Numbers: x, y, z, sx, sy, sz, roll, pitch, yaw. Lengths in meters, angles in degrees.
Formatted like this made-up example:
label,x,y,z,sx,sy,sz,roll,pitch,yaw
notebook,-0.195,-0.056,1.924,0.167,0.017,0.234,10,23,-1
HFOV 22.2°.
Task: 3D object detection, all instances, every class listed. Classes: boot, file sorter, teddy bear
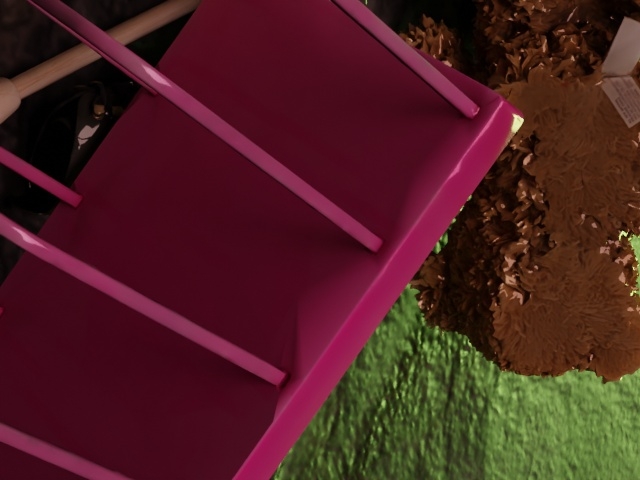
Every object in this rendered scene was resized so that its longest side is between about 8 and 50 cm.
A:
label,x,y,z,sx,sy,sz,roll,pitch,yaw
boot,-0.065,-0.085,0.834,0.137,0.077,0.197,6,113,-41
file sorter,-0.109,-0.010,0.676,0.182,0.202,0.290,34,92,-44
teddy bear,0.158,-0.084,1.009,0.113,0.245,0.338,-92,171,-68

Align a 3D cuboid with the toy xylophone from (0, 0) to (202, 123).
label,x,y,z,sx,sy,sz,roll,pitch,yaw
toy xylophone,-0.119,-0.194,0.796,0.323,0.081,0.236,-39,121,-35
